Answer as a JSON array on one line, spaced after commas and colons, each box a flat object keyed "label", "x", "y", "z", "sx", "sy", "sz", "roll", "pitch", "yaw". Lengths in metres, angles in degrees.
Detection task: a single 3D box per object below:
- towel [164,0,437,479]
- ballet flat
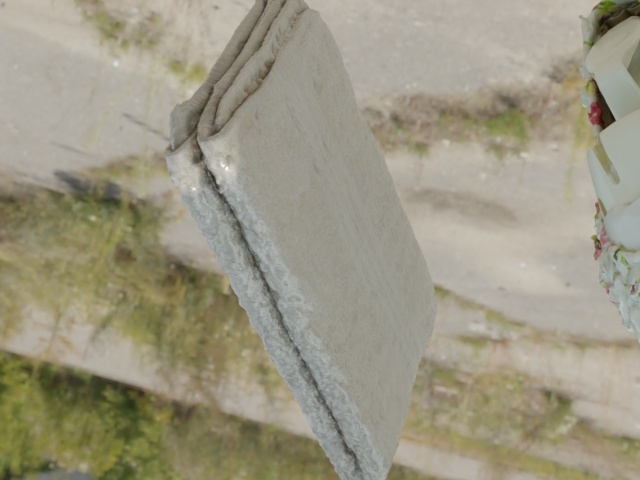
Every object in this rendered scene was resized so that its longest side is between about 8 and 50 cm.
[{"label": "towel", "x": 0.000, "y": 0.000, "z": 0.699, "sx": 0.049, "sy": 0.187, "sz": 0.282, "roll": -9, "pitch": 123, "yaw": 26}, {"label": "ballet flat", "x": 0.144, "y": -0.038, "z": 0.481, "sx": 0.091, "sy": 0.241, "sz": 0.077, "roll": -33, "pitch": 116, "yaw": 25}]
